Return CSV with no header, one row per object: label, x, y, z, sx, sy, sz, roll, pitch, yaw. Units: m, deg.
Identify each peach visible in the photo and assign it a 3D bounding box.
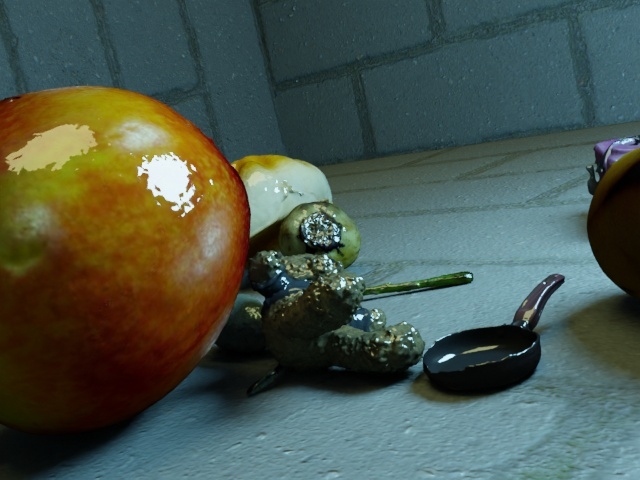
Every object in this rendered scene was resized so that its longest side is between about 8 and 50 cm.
peach,-0.252,0.010,0.840,0.389,0.388,0.388,-12,10,2

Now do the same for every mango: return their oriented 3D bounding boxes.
mango,0.366,-0.015,0.757,0.153,0.201,0.287,-34,1,-7

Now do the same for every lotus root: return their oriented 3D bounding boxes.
lotus root,0.000,0.000,1.330,0.139,0.138,0.214,-12,-3,4

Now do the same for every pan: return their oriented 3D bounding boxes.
pan,0.187,0.092,0.783,0.212,0.040,0.115,-30,18,-39

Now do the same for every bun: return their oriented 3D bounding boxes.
bun,-0.129,-0.065,1.456,0.299,0.164,0.299,-32,-8,-5

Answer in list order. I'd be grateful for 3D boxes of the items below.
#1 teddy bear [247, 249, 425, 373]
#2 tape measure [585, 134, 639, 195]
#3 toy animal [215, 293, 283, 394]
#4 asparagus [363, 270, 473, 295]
teddy bear,-0.007,0.081,0.865,0.129,0.182,0.251,-45,19,-2
tape measure,0.526,-0.107,1.166,0.246,0.149,0.231,-11,9,12
toy animal,-0.083,0.121,0.956,0.079,0.070,0.253,-49,29,-4
asparagus,0.098,0.069,1.105,0.233,0.023,0.022,-11,-35,10
